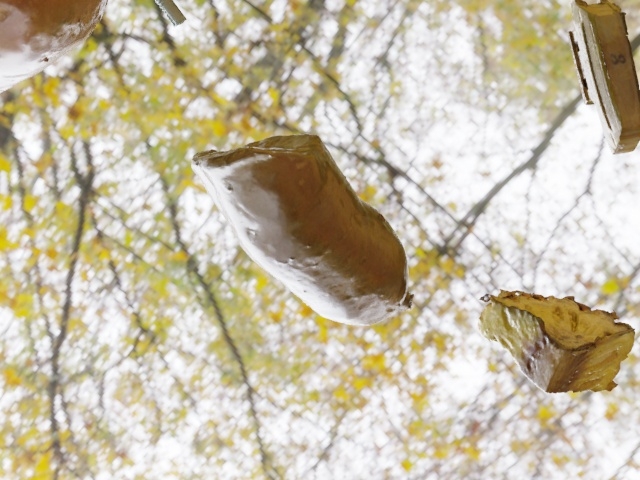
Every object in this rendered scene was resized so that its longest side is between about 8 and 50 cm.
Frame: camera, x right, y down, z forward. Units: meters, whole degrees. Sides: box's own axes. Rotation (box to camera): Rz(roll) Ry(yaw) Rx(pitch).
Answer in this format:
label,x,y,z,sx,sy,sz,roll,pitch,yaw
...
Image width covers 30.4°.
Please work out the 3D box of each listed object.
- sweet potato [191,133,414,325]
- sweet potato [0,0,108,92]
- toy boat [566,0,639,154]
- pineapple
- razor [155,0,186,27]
label,x,y,z,sx,sy,sz,roll,pitch,yaw
sweet potato,0.000,0.000,1.329,0.370,0.158,0.158,50,-150,-34
sweet potato,-0.238,-0.129,0.731,0.097,0.291,0.097,16,-111,-52
toy boat,0.393,-0.229,1.625,0.068,0.088,0.226,-10,-96,-20
pineapple,0.338,0.151,1.701,0.236,0.114,0.186,14,-162,-4
razor,-0.223,-0.327,1.327,0.211,0.036,0.084,46,-173,-16
